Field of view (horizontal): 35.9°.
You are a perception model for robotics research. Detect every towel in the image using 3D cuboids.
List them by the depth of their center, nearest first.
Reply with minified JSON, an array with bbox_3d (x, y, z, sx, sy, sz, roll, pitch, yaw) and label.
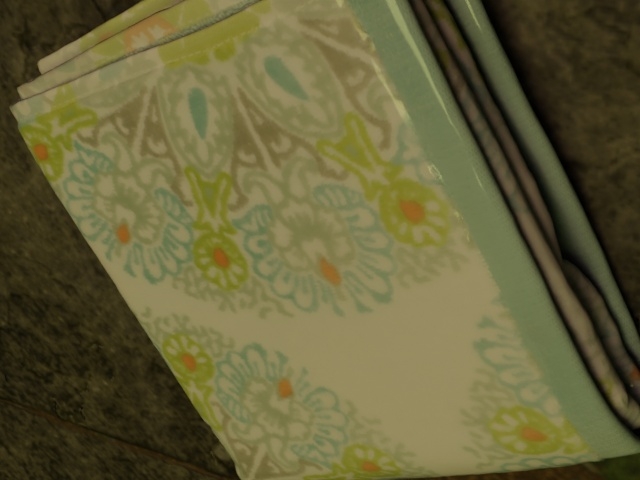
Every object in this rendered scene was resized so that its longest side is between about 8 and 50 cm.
[{"bbox_3d":[0.000,0.000,0.632,0.321,0.090,0.374,-15,112,39],"label":"towel"}]
